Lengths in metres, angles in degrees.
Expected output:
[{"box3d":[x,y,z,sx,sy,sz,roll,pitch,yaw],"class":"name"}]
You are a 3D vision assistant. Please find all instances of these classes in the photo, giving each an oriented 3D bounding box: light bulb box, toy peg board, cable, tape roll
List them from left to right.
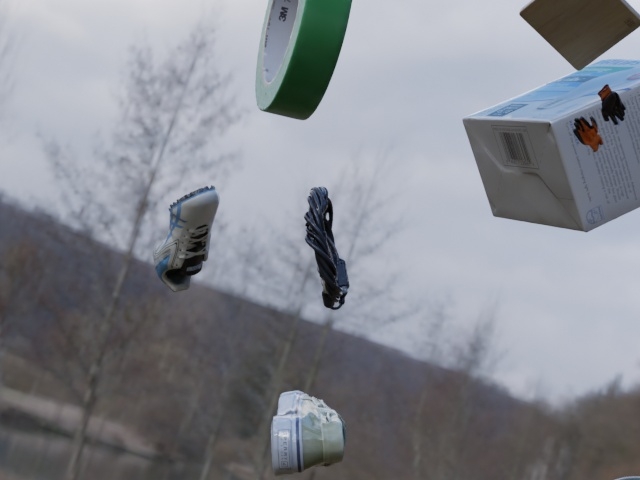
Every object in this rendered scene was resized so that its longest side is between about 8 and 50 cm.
[{"box3d":[-0.029,-0.364,2.109,0.077,0.321,0.321,11,-9,-15],"class":"tape roll"},{"box3d":[0.000,0.000,1.824,0.047,0.185,0.150,-12,-29,9],"class":"cable"},{"box3d":[0.478,-0.422,2.309,0.160,0.079,0.161,40,-46,-14],"class":"toy peg board"},{"box3d":[0.534,-0.195,2.469,0.361,0.225,0.358,-24,14,-18],"class":"light bulb box"}]

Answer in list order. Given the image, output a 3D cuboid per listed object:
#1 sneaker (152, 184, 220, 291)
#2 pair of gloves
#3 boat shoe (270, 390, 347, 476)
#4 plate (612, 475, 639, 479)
[{"box3d":[-0.197,-0.004,1.952,0.085,0.086,0.237,-20,-23,-30],"class":"sneaker"},{"box3d":[0.386,-0.169,1.762,0.074,0.083,0.010,40,1,-43],"class":"pair of gloves"},{"box3d":[-0.012,0.262,1.681,0.094,0.109,0.302,1,1,1],"class":"boat shoe"},{"box3d":[0.461,0.442,1.883,0.188,0.188,0.024,19,-4,-5],"class":"plate"}]
